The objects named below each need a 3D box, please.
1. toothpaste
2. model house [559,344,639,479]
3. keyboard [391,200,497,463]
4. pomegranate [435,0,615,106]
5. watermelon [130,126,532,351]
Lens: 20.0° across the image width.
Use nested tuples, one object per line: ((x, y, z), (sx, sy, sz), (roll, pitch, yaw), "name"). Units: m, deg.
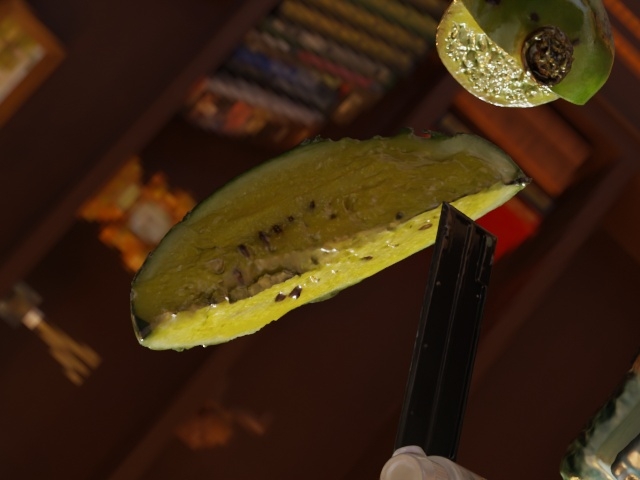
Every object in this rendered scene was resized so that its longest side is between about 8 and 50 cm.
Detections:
((0.081, 0.129, 0.841), (0.031, 0.048, 0.190), (-37, 147, 15), "toothpaste")
((0.291, 0.126, 1.183), (0.253, 0.184, 0.291), (-48, 174, 2), "model house")
((0.082, 0.079, 1.210), (0.011, 0.067, 0.202), (-4, -114, 41), "keyboard")
((0.178, -0.175, 1.482), (0.122, 0.143, 0.169), (-52, -172, -11), "pomegranate")
((0.000, 0.000, 1.298), (0.301, 0.123, 0.129), (-22, -162, -10), "watermelon")
